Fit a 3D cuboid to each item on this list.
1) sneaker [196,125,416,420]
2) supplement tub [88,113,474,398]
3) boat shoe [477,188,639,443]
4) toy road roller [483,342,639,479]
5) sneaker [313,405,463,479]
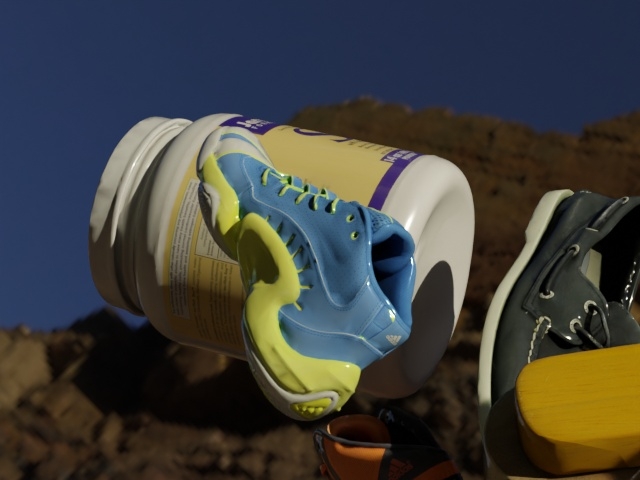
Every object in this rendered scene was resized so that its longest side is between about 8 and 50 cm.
[{"bbox_3d":[0.000,0.000,1.070,0.126,0.240,0.091,-31,-36,16],"label":"sneaker"},{"bbox_3d":[-0.037,0.006,1.608,0.331,0.241,0.241,14,-47,21],"label":"supplement tub"},{"bbox_3d":[0.223,0.072,1.381,0.113,0.340,0.127,-7,-60,27],"label":"boat shoe"},{"bbox_3d":[0.281,0.207,1.074,0.329,0.241,0.203,-6,-50,2],"label":"toy road roller"},{"bbox_3d":[0.042,0.248,1.458,0.321,0.124,0.180,-34,-103,52],"label":"sneaker"}]
